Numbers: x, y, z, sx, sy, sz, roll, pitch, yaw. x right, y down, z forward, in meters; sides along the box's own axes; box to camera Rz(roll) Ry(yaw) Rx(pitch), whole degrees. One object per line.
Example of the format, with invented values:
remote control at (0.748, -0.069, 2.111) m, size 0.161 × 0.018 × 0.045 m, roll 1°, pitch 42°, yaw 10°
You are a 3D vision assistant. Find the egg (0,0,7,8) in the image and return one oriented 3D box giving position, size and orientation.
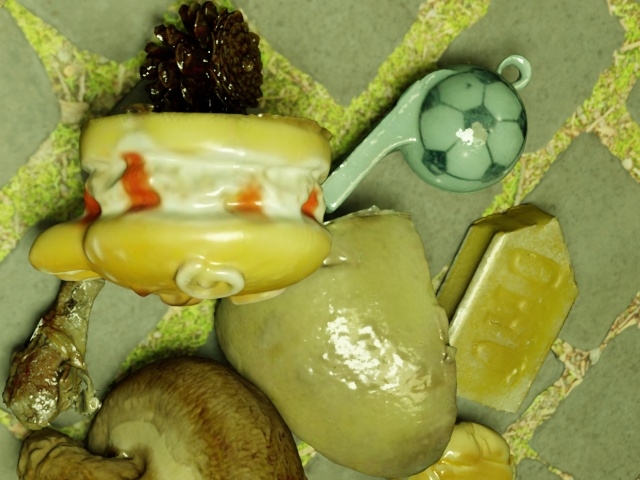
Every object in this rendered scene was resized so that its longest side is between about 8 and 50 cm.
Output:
egg at (-0.334, -0.329, 0.983) m, size 0.310 × 0.279 × 0.279 m, roll -48°, pitch 119°, yaw -20°

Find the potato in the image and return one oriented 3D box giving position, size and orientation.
potato at (0.031, 0.127, 1.259) m, size 0.189 × 0.264 × 0.211 m, roll -7°, pitch 149°, yaw -36°

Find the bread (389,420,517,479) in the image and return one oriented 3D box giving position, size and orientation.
bread at (0.148, 0.375, 1.492) m, size 0.173 × 0.121 × 0.311 m, roll 14°, pitch 102°, yaw -29°

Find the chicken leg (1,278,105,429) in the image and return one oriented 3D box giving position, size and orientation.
chicken leg at (-0.282, 0.112, 1.240) m, size 0.080 × 0.125 × 0.196 m, roll 31°, pitch 55°, yaw -39°

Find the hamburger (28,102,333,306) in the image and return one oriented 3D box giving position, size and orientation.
hamburger at (-0.138, -0.027, 1.141) m, size 0.302 × 0.261 × 0.186 m, roll 5°, pitch 85°, yaw -1°

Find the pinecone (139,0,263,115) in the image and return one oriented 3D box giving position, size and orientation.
pinecone at (-0.126, -0.182, 1.190) m, size 0.121 × 0.140 × 0.140 m, roll -14°, pitch 118°, yaw 22°

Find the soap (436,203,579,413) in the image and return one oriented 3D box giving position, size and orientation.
soap at (0.234, 0.079, 1.448) m, size 0.160 × 0.080 × 0.257 m, roll 20°, pitch 100°, yaw -27°

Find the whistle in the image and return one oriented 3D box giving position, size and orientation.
whistle at (0.138, -0.104, 1.307) m, size 0.290 × 0.163 × 0.163 m, roll -47°, pitch 118°, yaw 0°

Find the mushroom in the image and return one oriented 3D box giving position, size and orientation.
mushroom at (-0.147, 0.297, 1.251) m, size 0.239 × 0.345 × 0.345 m, roll -35°, pitch 121°, yaw -41°
